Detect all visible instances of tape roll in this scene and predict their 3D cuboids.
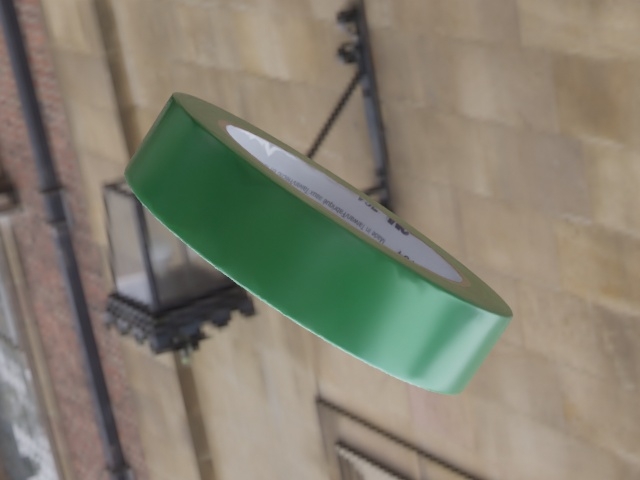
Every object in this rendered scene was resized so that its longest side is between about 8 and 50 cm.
[{"bbox_3d":[0.000,0.000,1.142,0.321,0.077,0.321,33,-173,-4],"label":"tape roll"}]
